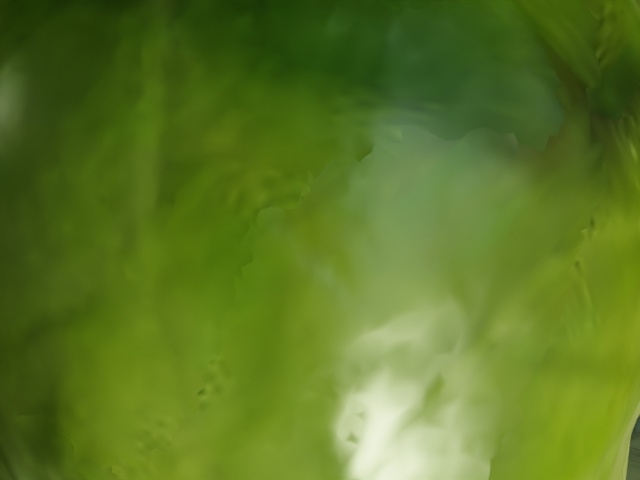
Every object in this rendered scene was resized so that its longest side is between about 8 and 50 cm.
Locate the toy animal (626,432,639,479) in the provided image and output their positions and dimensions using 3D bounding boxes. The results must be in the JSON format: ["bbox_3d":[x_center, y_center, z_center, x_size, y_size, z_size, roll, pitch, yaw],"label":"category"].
[{"bbox_3d":[0.255,0.192,0.759,0.271,0.265,0.206,37,54,-34],"label":"toy animal"}]

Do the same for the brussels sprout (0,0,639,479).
[{"bbox_3d":[0.000,0.000,0.546,0.344,0.268,0.344,-27,121,-57],"label":"brussels sprout"}]
